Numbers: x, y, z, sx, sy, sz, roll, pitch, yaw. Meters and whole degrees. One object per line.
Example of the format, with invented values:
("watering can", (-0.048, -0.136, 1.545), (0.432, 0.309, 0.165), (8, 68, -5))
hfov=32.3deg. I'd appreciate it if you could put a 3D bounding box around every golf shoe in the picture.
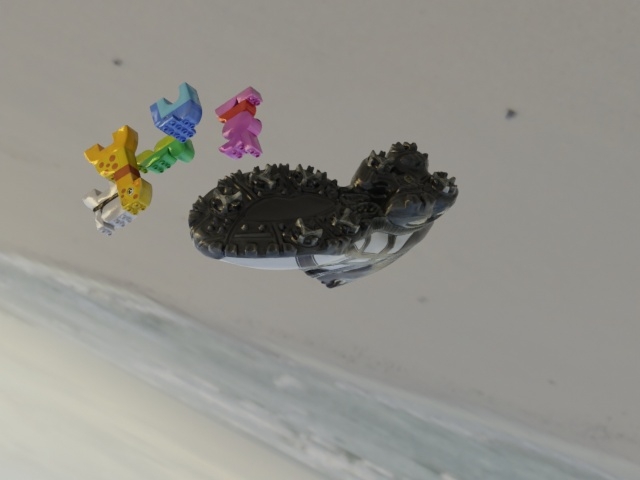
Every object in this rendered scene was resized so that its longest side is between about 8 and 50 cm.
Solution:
("golf shoe", (0.000, 0.000, 0.698), (0.198, 0.094, 0.077), (-10, -129, -37))

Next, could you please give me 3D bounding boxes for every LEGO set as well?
("LEGO set", (-0.162, -0.072, 1.112), (0.087, 0.227, 0.093), (32, -148, -53))
